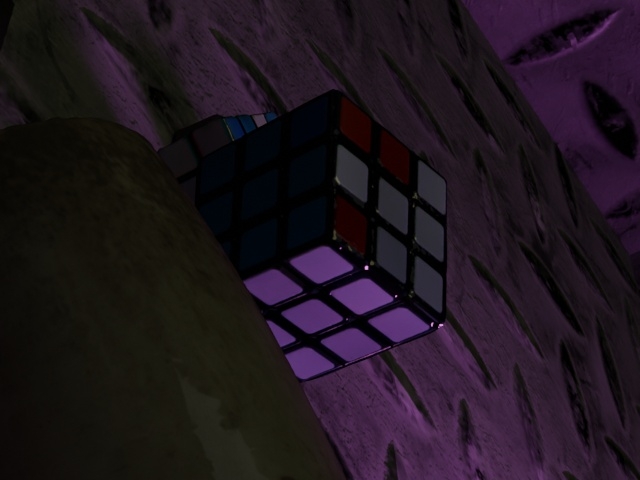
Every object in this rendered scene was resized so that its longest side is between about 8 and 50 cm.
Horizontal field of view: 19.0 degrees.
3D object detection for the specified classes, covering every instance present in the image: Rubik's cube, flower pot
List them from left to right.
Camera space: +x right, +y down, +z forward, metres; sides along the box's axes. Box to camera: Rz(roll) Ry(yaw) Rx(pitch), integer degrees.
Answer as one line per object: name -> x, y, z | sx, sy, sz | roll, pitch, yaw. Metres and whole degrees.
flower pot -> -0.155, 0.104, 1.280 | 0.293, 0.294, 0.330 | 29, 36, -62
Rubik's cube -> -0.098, -0.022, 1.803 | 0.151, 0.155, 0.154 | 66, 17, 1
Rubik's cube -> 0.000, 0.000, 1.606 | 0.163, 0.161, 0.162 | 38, 41, -37

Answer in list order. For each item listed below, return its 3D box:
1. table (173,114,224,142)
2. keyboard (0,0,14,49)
table -> -0.103, -0.065, 2.026 | 0.133, 0.043, 0.133 | 55, 21, -32
keyboard -> -0.303, -0.185, 1.666 | 0.074, 0.015, 0.196 | 59, 19, -32
